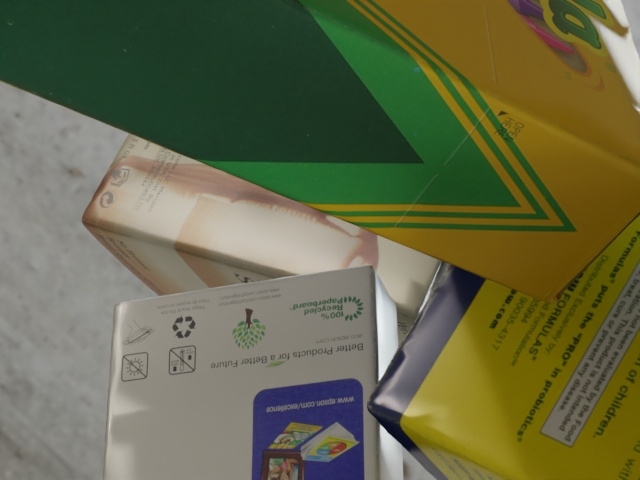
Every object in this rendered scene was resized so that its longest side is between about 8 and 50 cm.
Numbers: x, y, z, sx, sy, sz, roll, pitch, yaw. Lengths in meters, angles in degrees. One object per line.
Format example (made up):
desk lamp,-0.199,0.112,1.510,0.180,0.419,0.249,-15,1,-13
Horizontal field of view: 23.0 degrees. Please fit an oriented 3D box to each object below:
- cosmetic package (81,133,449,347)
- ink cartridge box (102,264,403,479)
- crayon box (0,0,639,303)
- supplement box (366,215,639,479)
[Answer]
cosmetic package,0.000,0.000,1.105,0.296,0.129,0.153,14,-23,36
ink cartridge box,-0.038,0.181,0.854,0.065,0.165,0.333,58,28,-57
crayon box,-0.002,-0.170,0.808,0.313,0.106,0.363,21,38,-20
supplement box,0.241,0.108,0.806,0.356,0.195,0.194,24,-15,36
